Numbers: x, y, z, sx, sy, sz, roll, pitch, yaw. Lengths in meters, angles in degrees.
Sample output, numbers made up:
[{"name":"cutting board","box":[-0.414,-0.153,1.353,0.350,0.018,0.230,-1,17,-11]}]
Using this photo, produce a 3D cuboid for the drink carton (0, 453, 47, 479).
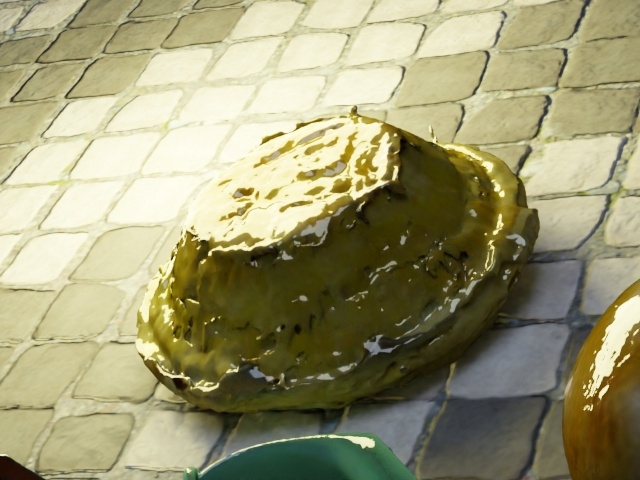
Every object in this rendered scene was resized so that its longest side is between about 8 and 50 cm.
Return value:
[{"name":"drink carton","box":[-0.240,0.247,1.103,0.189,0.191,0.185,-4,57,46]}]

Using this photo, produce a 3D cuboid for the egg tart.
[{"name":"egg tart","box":[-0.001,0.000,1.368,0.341,0.132,0.341,-16,33,11]}]

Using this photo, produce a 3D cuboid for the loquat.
[{"name":"loquat","box":[0.238,0.100,1.047,0.179,0.179,0.227,-6,27,23]}]

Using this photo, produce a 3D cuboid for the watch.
[{"name":"watch","box":[-0.012,0.215,1.123,0.195,0.068,0.237,-30,37,-10]}]
